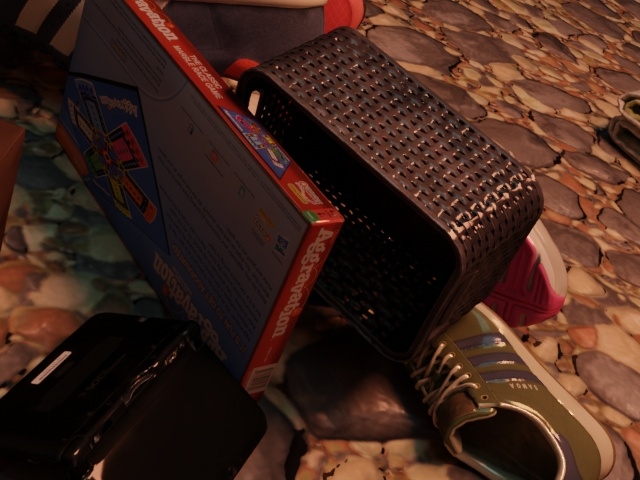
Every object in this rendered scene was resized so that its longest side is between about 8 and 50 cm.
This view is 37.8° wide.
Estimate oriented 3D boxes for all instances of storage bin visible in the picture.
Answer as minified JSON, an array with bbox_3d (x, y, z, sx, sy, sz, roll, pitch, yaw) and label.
[{"bbox_3d":[0.031,-0.030,0.580,0.084,0.122,0.180,-32,66,-35],"label":"storage bin"}]

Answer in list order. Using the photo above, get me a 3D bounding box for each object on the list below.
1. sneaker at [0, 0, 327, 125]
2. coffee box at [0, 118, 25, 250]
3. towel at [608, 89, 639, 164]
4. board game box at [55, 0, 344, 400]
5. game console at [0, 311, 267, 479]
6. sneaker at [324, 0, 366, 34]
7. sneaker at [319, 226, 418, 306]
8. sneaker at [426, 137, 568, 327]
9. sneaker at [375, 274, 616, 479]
[{"bbox_3d":[-0.169,-0.154,0.741,0.350,0.148,0.131,7,19,14],"label":"sneaker"},{"bbox_3d":[-0.302,-0.035,0.488,0.246,0.098,0.141,20,33,-8],"label":"coffee box"},{"bbox_3d":[0.567,-0.069,1.132,0.374,0.090,0.320,-1,41,-35],"label":"towel"},{"bbox_3d":[-0.095,-0.045,0.600,0.027,0.145,0.281,-7,45,-39],"label":"board game box"},{"bbox_3d":[-0.105,0.102,0.503,0.107,0.071,0.122,4,29,24],"label":"game console"},{"bbox_3d":[-0.102,-0.214,0.896,0.314,0.116,0.136,4,48,-19],"label":"sneaker"},{"bbox_3d":[0.000,0.000,0.678,0.162,0.063,0.073,9,32,-24],"label":"sneaker"},{"bbox_3d":[0.131,-0.031,0.772,0.111,0.103,0.252,-2,42,-33],"label":"sneaker"},{"bbox_3d":[0.098,0.096,0.601,0.192,0.064,0.086,42,31,19],"label":"sneaker"}]
